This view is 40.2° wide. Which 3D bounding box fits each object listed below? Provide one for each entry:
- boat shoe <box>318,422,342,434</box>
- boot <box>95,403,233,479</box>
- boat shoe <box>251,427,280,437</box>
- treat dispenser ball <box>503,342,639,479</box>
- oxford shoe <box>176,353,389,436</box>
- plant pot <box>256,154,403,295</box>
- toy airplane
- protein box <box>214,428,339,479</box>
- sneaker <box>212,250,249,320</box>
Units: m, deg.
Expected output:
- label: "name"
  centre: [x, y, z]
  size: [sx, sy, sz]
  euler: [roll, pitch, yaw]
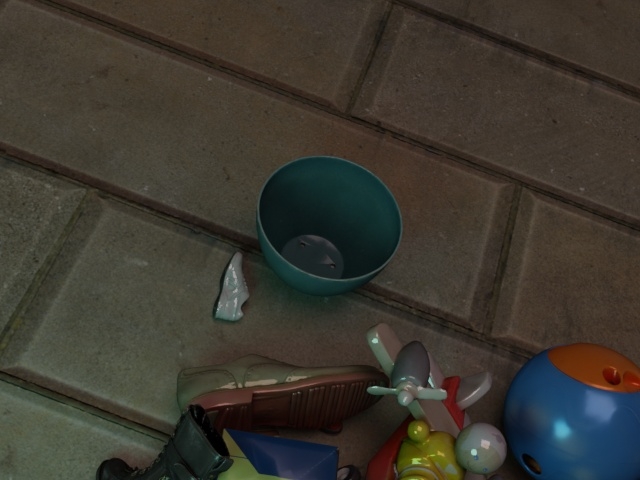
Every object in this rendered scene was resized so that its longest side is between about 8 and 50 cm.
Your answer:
- label: "boat shoe"
  centre: [-0.011, 0.319, 1.672]
  size: [0.137, 0.043, 0.049]
  euler: [40, 56, 10]
- label: "boot"
  centre: [-0.253, 0.369, 1.444]
  size: [0.091, 0.228, 0.263]
  euler: [23, 8, -45]
- label: "boat shoe"
  centre: [-0.162, 0.358, 1.597]
  size: [0.178, 0.064, 0.060]
  euler: [-5, 62, -14]
- label: "treat dispenser ball"
  centre: [0.490, 0.335, 1.640]
  size: [0.288, 0.288, 0.288]
  euler: [6, 58, -10]
- label: "oxford shoe"
  centre: [-0.067, 0.258, 1.595]
  size: [0.397, 0.140, 0.146]
  euler: [-2, 41, -22]
- label: "plant pot"
  centre: [0.000, 0.000, 1.780]
  size: [0.290, 0.195, 0.290]
  euler: [7, 58, -11]
- label: "toy airplane"
  centre: [0.223, 0.357, 1.548]
  size: [0.386, 0.272, 0.384]
  euler: [16, 68, -39]
- label: "protein box"
  centre: [-0.090, 0.430, 1.488]
  size: [0.200, 0.201, 0.135]
  euler: [11, 57, -7]
- label: "sneaker"
  centre: [-0.174, 0.095, 1.770]
  size: [0.061, 0.053, 0.152]
  euler: [18, 62, -14]
